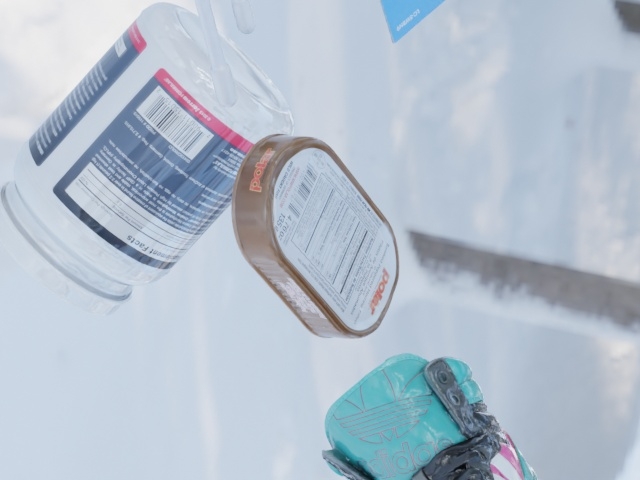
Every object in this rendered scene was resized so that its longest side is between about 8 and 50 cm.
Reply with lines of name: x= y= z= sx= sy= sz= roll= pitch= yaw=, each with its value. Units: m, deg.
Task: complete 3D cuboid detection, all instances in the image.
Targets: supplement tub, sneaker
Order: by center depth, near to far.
sneaker: x=0.079 y=0.167 z=1.136 sx=0.124 sy=0.178 sz=0.295 roll=-40 pitch=-177 yaw=10
supplement tub: x=-0.176 y=-0.079 z=1.669 sx=0.272 sy=0.191 sz=0.191 roll=-46 pitch=165 yaw=13

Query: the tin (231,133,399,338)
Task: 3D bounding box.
tin: x=0.000 y=0.000 z=1.264 sx=0.190 sy=0.040 sz=0.106 roll=50 pitch=59 yaw=-43

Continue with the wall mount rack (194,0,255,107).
wall mount rack: x=-0.153 y=-0.281 z=1.450 sx=0.130 sy=0.304 sz=0.350 roll=-49 pitch=-166 yaw=22

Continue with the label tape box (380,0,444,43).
label tape box: x=0.083 y=-0.406 z=1.718 sx=0.240 sy=0.106 sz=0.334 roll=-42 pitch=139 yaw=-22
